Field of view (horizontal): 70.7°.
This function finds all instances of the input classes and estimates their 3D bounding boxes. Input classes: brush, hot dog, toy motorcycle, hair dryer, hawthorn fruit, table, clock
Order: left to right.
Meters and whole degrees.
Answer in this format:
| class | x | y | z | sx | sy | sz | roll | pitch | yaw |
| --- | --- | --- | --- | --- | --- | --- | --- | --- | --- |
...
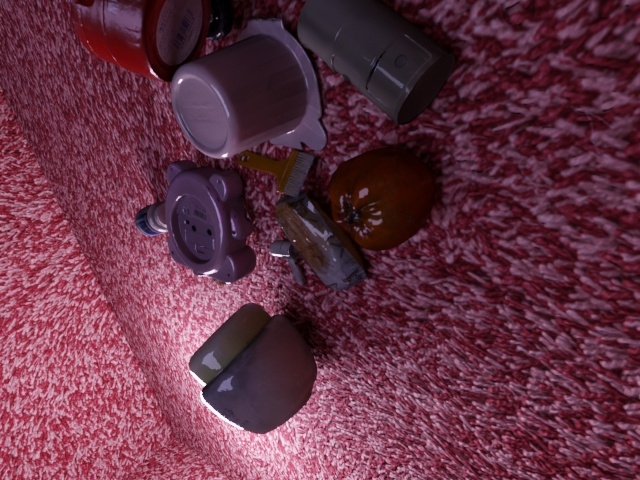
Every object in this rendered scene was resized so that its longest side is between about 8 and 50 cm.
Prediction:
| class | x | y | z | sx | sy | sz | roll | pitch | yaw |
| --- | --- | --- | --- | --- | --- | --- | --- | --- | --- |
| toy motorcycle | -0.296 | -0.517 | 0.972 | 0.307 | 0.108 | 0.173 | 13 | 119 | 39 |
| clock | -0.323 | -0.056 | 1.284 | 0.296 | 0.113 | 0.322 | 17 | 117 | 31 |
| brush | -0.118 | -0.174 | 1.052 | 0.272 | 0.013 | 0.103 | 23 | 90 | 44 |
| hair dryer | -0.074 | 0.061 | 1.184 | 0.082 | 0.047 | 0.137 | 3 | 125 | 47 |
| hot dog | 0.000 | 0.000 | 1.031 | 0.270 | 0.082 | 0.163 | 53 | 148 | -5 |
| table | 0.083 | -0.296 | 0.699 | 0.220 | 0.126 | 0.126 | 44 | 140 | 15 |
| hawthorn fruit | 0.110 | -0.078 | 0.783 | 0.189 | 0.189 | 0.189 | 27 | 133 | 33 |

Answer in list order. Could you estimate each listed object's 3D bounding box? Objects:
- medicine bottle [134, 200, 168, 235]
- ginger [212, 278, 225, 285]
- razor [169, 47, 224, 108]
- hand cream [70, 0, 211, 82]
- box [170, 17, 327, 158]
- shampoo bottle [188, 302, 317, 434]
| class | x | y | z | sx | sy | sz | roll | pitch | yaw |
| --- | --- | --- | --- | --- | --- | --- | --- | --- | --- |
| medicine bottle | -0.556 | -0.077 | 1.550 | 0.192 | 0.107 | 0.107 | -9 | 108 | 49 |
| ginger | -0.332 | 0.065 | 1.445 | 0.096 | 0.067 | 0.165 | -27 | 81 | 52 |
| razor | -0.275 | -0.365 | 1.103 | 0.278 | 0.056 | 0.111 | -34 | 89 | 45 |
| hand cream | -0.310 | -0.411 | 0.812 | 0.149 | 0.230 | 0.230 | 24 | 135 | 4 |
| box | -0.148 | -0.259 | 0.895 | 0.291 | 0.206 | 0.262 | 53 | 143 | -1 |
| shampoo bottle | -0.181 | 0.361 | 1.280 | 0.317 | 0.322 | 0.322 | 44 | 142 | -3 |
